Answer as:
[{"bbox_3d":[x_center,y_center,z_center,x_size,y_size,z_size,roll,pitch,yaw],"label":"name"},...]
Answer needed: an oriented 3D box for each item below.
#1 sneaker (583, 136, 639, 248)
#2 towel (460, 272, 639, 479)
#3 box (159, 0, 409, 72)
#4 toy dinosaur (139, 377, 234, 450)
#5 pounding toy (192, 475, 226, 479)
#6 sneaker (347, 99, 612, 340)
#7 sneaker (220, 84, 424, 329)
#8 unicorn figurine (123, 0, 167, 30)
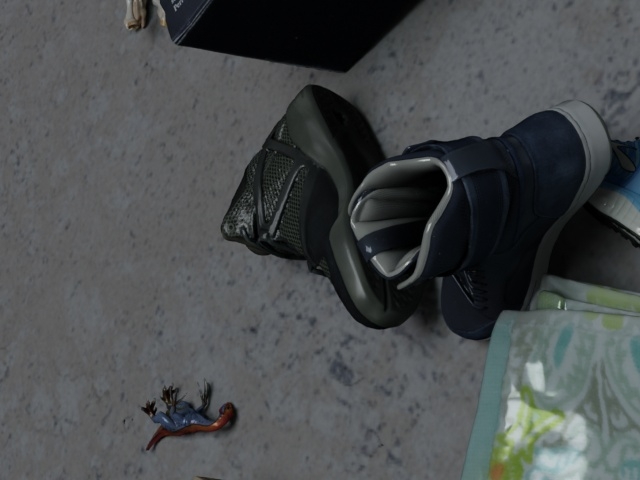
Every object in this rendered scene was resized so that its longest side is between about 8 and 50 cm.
[{"bbox_3d":[0.209,-0.045,1.274,0.073,0.063,0.162,-48,50,0],"label":"sneaker"},{"bbox_3d":[0.212,0.218,1.162,0.320,0.090,0.375,8,84,47],"label":"towel"},{"bbox_3d":[-0.002,-0.360,1.438,0.343,0.179,0.313,-45,54,37],"label":"box"},{"bbox_3d":[-0.105,0.146,1.553,0.082,0.047,0.090,29,133,37],"label":"toy dinosaur"},{"bbox_3d":[-0.062,0.264,1.415,0.130,0.100,0.141,19,92,47],"label":"pounding toy"},{"bbox_3d":[0.082,0.006,1.256,0.086,0.163,0.226,53,146,26],"label":"sneaker"},{"bbox_3d":[0.000,0.000,1.443,0.130,0.087,0.228,-47,47,28],"label":"sneaker"},{"bbox_3d":[-0.135,-0.253,1.666,0.162,0.060,0.111,-19,66,40],"label":"unicorn figurine"}]
